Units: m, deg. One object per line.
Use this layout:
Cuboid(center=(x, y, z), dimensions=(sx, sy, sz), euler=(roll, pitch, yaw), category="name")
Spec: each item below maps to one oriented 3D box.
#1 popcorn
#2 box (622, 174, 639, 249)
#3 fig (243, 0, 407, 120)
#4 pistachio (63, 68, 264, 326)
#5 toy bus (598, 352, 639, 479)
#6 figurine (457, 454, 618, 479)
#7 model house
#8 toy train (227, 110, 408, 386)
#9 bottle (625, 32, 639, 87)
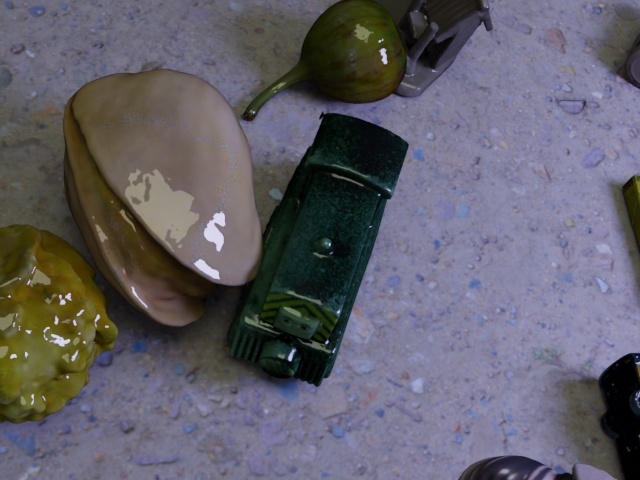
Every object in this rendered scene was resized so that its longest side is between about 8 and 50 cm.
Cuboid(center=(-0.348, 0.067, 0.999), dimensions=(0.266, 0.192, 0.233), euler=(45, 60, 8), category="popcorn")
Cuboid(center=(0.525, 0.036, 1.307), dimensions=(0.153, 0.041, 0.279), euler=(1, 60, -12), category="box")
Cuboid(center=(-0.001, -0.235, 1.315), dimensions=(0.245, 0.149, 0.149), euler=(-26, 68, 0), category="fig")
Cuboid(center=(-0.183, -0.060, 1.092), dimensions=(0.238, 0.229, 0.321), euler=(13, 46, -52), category="pistachio")
Cuboid(center=(0.415, 0.240, 1.133), dimensions=(0.114, 0.098, 0.201), euler=(1, 61, -13), category="toy bus")
Cuboid(center=(0.154, 0.382, 0.934), dimensions=(0.361, 0.253, 0.211), euler=(-50, 124, -23), category="figurine")
Cuboid(center=(0.168, -0.344, 1.372), dimensions=(0.122, 0.188, 0.229), euler=(5, 59, -28), category="model house")
Cuboid(center=(0.000, 0.000, 1.127), dimensions=(0.138, 0.178, 0.330), euler=(21, 57, -2), category="toy train")
Cuboid(center=(0.542, -0.311, 1.478), dimensions=(0.099, 0.099, 0.152), euler=(28, 60, 4), category="bottle")
